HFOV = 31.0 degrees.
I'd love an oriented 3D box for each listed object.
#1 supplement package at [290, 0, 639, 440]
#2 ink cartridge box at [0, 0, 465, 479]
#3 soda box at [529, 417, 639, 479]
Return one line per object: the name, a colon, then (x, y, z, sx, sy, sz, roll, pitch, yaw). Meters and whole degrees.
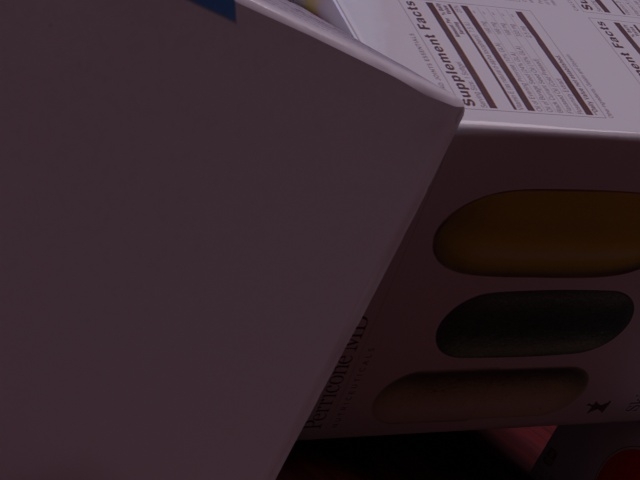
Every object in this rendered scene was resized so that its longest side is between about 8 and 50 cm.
supplement package: (0.096, -0.035, 0.610, 0.262, 0.199, 0.198, 1, 42, -23)
ink cartridge box: (-0.119, -0.042, 0.469, 0.198, 0.197, 0.270, 21, 13, -29)
soda box: (0.212, 0.163, 0.623, 0.069, 0.074, 0.216, 19, 14, -34)
